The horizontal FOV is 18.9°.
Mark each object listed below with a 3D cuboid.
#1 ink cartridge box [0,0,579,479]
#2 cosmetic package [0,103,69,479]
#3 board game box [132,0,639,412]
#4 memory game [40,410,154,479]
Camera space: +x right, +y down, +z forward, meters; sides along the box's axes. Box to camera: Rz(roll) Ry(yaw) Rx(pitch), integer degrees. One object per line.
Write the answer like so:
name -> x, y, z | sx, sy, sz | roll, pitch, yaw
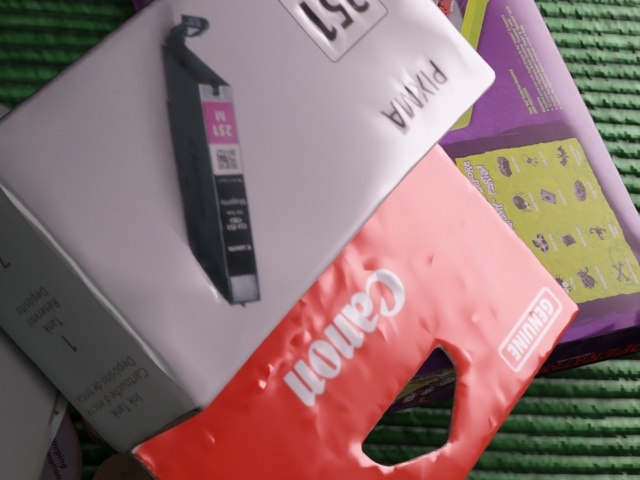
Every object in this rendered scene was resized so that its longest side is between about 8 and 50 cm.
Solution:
ink cartridge box -> 0.000, 0.000, 0.796 | 0.239, 0.060, 0.275 | 48, 43, -5
cosmetic package -> -0.283, -0.005, 0.705 | 0.385, 0.156, 0.217 | 33, 48, -23
board game box -> 0.026, -0.084, 0.980 | 0.208, 0.056, 0.347 | -8, 64, -32
memory game -> -0.158, 0.099, 0.864 | 0.186, 0.012, 0.186 | 7, 61, -14
